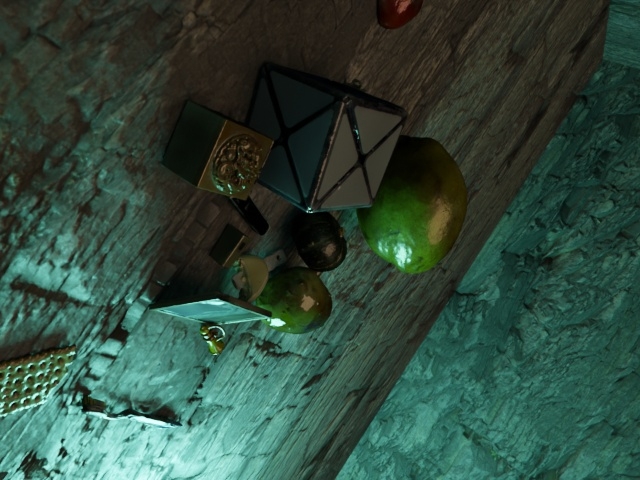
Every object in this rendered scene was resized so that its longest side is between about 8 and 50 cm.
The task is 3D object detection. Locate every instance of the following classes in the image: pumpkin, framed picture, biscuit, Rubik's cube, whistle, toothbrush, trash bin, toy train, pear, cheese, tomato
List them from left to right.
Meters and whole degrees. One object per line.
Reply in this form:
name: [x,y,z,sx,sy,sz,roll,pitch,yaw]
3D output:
biscuit: [-0.585,0.282,0.996,0.203,0.016,0.144,-6,122,-53]
toothbrush: [-0.465,0.452,1.313,0.035,0.042,0.413,-20,149,8]
whistle: [-0.287,0.261,1.381,0.109,0.057,0.046,80,24,-48]
framed picture: [-0.256,0.169,1.248,0.260,0.189,0.023,37,46,-61]
trash bin: [-0.221,0.016,1.250,0.092,0.061,0.043,-55,150,1]
toy train: [-0.174,-0.072,1.249,0.043,0.047,0.207,-50,150,-12]
cheese: [-0.161,0.079,1.374,0.235,0.049,0.127,-29,97,-55]
Rubik's cube: [-0.002,-0.227,1.162,0.260,0.259,0.255,-5,120,-50]
pumpkin: [-0.001,0.000,1.448,0.146,0.190,0.190,-20,141,-7]
tomato: [0.215,-0.614,1.305,0.155,0.069,0.156,-36,142,-34]
pear: [0.284,-0.114,1.588,0.352,0.351,0.414,-9,106,-53]

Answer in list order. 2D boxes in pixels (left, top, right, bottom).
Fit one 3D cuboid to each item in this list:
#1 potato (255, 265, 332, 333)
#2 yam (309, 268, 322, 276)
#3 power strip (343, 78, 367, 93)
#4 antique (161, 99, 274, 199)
potato: [-0.068,0.182,1.496,0.210,0.173,0.307,-35,156,6]
yam: [-0.025,0.111,1.647,0.094,0.043,0.043,-53,150,-12]
power strip: [0.074,-0.295,1.381,0.052,0.078,0.272,-32,141,-36]
antique: [-0.197,-0.173,1.023,0.152,0.148,0.147,11,106,-56]
